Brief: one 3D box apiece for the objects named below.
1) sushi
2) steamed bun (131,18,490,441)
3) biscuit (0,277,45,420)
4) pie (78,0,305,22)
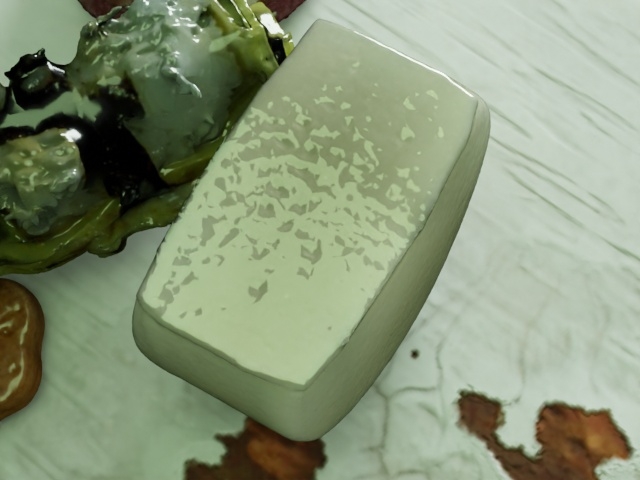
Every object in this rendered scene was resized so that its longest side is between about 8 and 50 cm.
[{"bbox_3d":[-0.144,-0.061,0.934,0.291,0.131,0.139,-30,67,-12],"label":"sushi"},{"bbox_3d":[0.000,0.000,0.895,0.146,0.164,0.241,28,75,13],"label":"steamed bun"},{"bbox_3d":[-0.336,0.127,0.950,0.202,0.047,0.334,36,76,17],"label":"biscuit"},{"bbox_3d":[-0.084,-0.243,1.048,0.204,0.054,0.218,8,72,9],"label":"pie"}]
